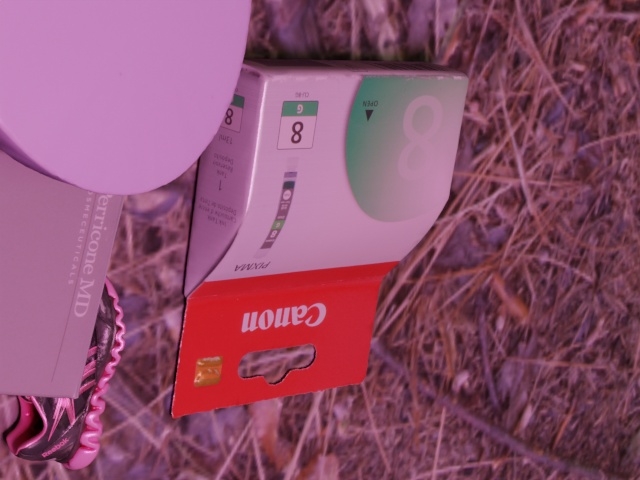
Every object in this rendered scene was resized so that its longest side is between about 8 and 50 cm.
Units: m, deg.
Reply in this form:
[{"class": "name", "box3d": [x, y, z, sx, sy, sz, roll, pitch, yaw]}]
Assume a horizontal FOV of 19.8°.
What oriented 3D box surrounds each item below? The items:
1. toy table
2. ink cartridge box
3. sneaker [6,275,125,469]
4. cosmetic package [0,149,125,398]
[{"class": "toy table", "box3d": [-0.155, -0.161, 0.835, 0.252, 0.161, 0.274, -26, 122, -37]}, {"class": "ink cartridge box", "box3d": [0.000, 0.000, 1.141, 0.181, 0.056, 0.225, -5, 107, -45]}, {"class": "sneaker", "box3d": [-0.146, 0.071, 1.026, 0.057, 0.047, 0.119, 5, 100, -35]}, {"class": "cosmetic package", "box3d": [-0.218, 0.001, 0.876, 0.238, 0.107, 0.127, 8, 97, -44]}]
